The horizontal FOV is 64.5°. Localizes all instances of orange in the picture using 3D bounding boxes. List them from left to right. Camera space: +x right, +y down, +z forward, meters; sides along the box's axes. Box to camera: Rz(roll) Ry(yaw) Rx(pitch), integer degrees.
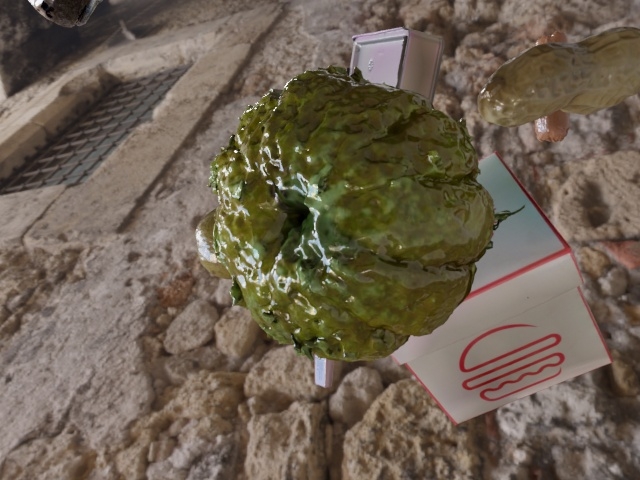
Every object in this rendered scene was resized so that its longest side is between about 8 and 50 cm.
[{"bbox_3d":[0.015,-0.029,0.514,0.223,0.300,0.301,-10,-115,-58],"label":"orange"}]

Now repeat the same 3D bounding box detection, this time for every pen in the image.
[{"bbox_3d":[0.010,0.225,1.120,0.032,0.053,0.197,-4,-82,-45],"label":"pen"}]

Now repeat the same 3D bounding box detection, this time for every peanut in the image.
[{"bbox_3d":[0.396,-0.258,0.822,0.120,0.298,0.136,-109,7,-45],"label":"peanut"}]

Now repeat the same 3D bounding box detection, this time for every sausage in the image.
[{"bbox_3d":[0.612,-0.404,1.345,0.086,0.086,0.289,-2,-89,-68],"label":"sausage"}]

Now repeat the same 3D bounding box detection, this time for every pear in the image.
[{"bbox_3d":[-0.223,-0.006,1.348,0.228,0.211,0.188,-88,-6,-52],"label":"pear"}]

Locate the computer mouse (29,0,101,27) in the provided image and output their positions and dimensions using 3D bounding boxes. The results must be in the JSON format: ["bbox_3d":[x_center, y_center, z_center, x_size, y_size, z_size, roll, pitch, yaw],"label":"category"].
[{"bbox_3d":[-0.236,-0.314,0.468,0.096,0.137,0.233,-16,-92,-38],"label":"computer mouse"}]

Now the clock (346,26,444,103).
[{"bbox_3d":[0.101,-0.242,0.783,0.192,0.071,0.147,-140,56,-64],"label":"clock"}]

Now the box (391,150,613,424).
[{"bbox_3d":[0.278,0.087,0.915,0.300,0.312,0.314,50,-161,-31],"label":"box"}]
